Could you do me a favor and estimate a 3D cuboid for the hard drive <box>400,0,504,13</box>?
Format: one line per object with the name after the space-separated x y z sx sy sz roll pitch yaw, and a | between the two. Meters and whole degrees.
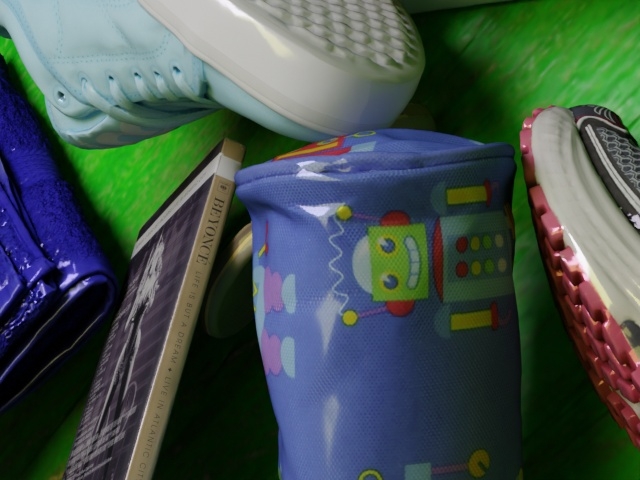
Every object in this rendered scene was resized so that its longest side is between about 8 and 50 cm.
0.048 -0.238 0.813 0.353 0.047 0.233 1 80 46 | hard drive

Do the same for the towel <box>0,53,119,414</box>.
-0.262 0.012 0.996 0.227 0.076 0.308 -47 41 11 | towel

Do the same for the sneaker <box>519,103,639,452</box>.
0.167 0.040 0.579 0.112 0.121 0.299 -26 42 -3 | sneaker

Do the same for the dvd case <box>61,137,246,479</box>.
-0.099 0.069 0.815 0.164 0.018 0.221 -38 35 61 | dvd case

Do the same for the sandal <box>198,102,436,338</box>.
0.000 0.000 0.789 0.180 0.072 0.049 -43 73 24 | sandal

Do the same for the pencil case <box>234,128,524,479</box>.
0.030 0.106 0.634 0.133 0.119 0.306 -143 50 -82 | pencil case

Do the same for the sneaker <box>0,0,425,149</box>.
-0.077 -0.103 0.800 0.366 0.135 0.150 41 123 49 | sneaker
